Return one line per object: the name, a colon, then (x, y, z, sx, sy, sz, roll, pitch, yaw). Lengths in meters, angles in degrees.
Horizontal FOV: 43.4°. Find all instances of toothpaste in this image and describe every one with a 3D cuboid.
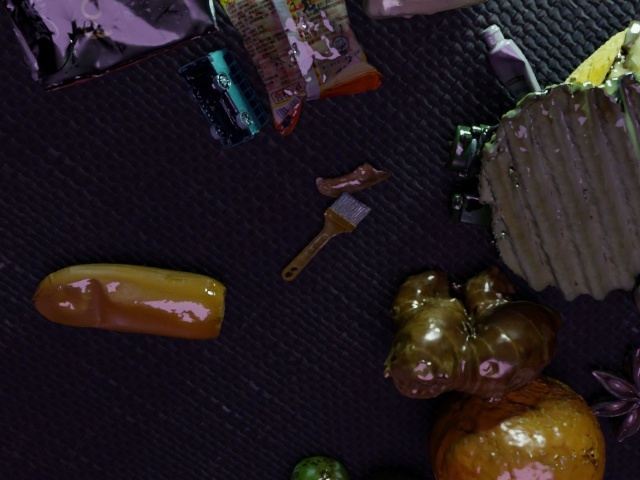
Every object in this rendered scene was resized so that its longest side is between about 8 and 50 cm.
toothpaste: (0.376, -0.252, 1.448, 0.048, 0.075, 0.301, -35, 105, -2)

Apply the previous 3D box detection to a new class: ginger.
ginger: (0.062, -0.112, 1.495, 0.137, 0.057, 0.044, -19, 67, 13)
ginger: (0.288, 0.175, 1.509, 0.357, 0.274, 0.152, -1, 131, -1)

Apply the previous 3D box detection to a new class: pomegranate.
pomegranate: (-0.007, 0.549, 1.696, 0.143, 0.122, 0.169, 18, 107, -13)

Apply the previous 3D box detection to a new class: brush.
brush: (0.000, 0.000, 1.536, 0.082, 0.010, 0.218, 31, 110, -38)

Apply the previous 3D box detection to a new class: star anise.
star anise: (0.648, 0.327, 1.682, 0.196, 0.073, 0.212, -26, 107, 2)

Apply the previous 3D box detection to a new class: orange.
orange: (0.374, 0.420, 1.563, 0.340, 0.341, 0.293, 4, 120, -5)

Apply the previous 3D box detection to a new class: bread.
bread: (0.529, -0.223, 1.423, 0.204, 0.162, 0.262, 37, 83, -14)

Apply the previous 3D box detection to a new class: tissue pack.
tissue pack: (-0.352, -0.402, 1.313, 0.332, 0.123, 0.245, -17, 108, 3)

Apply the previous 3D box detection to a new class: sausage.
sausage: (-0.357, 0.110, 1.512, 0.353, 0.116, 0.134, 8, 124, -4)

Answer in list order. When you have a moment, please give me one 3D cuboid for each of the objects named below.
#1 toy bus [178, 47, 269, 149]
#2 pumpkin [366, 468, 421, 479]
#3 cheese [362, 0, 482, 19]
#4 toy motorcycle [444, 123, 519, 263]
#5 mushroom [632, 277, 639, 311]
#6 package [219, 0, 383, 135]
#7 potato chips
toy bus: (-0.166, -0.252, 1.398, 0.079, 0.092, 0.160, -17, 114, 33)
pumpkin: (0.171, 0.574, 1.735, 0.217, 0.110, 0.217, 1, 122, 1)
cheese: (0.206, -0.476, 1.300, 0.247, 0.174, 0.252, 5, 105, -4)
toy motorcycle: (0.318, -0.086, 1.473, 0.205, 0.127, 0.275, 11, 114, -2)
mushroom: (0.645, 0.042, 1.530, 0.215, 0.207, 0.207, 27, 110, 22)
package: (-0.029, -0.348, 1.365, 0.223, 0.108, 0.288, -24, 108, 4)
potato chips: (0.454, -0.080, 1.347, 0.358, 0.070, 0.429, -17, 119, 15)
